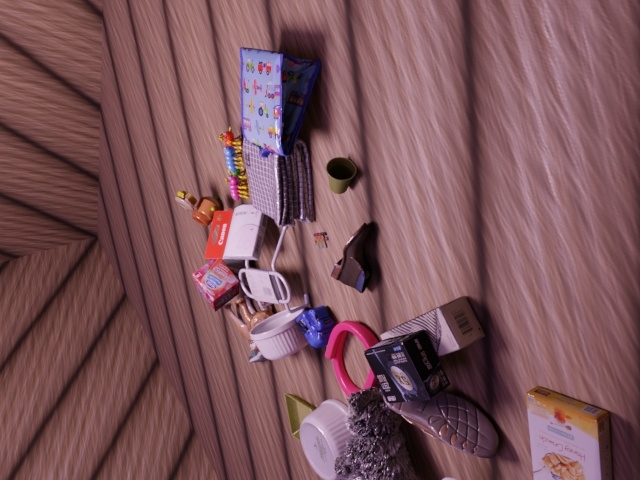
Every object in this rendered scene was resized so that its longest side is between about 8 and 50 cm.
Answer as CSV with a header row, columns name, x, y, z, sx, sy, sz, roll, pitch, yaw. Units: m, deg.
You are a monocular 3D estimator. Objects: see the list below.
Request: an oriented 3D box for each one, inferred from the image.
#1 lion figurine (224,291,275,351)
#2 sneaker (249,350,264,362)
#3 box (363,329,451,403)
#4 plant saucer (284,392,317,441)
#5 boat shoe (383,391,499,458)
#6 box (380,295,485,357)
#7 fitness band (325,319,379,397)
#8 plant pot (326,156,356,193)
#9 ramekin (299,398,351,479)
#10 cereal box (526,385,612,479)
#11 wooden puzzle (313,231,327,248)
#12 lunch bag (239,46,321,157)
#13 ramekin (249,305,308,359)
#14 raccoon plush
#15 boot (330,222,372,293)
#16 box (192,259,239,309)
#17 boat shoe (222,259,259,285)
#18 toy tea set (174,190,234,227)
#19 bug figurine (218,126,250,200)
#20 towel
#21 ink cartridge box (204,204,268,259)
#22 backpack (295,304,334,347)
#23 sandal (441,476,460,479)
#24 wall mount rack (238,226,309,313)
name,x,y,z,sx,sy,sz,roll,pitch,yaw
lion figurine,-0.244,0.320,2.393,0.240,0.142,0.392,63,166,0
sneaker,-0.242,0.437,2.513,0.166,0.064,0.076,-42,54,53
box,0.207,0.311,1.546,0.180,0.077,0.148,-29,86,57
plant saucer,-0.054,0.669,2.341,0.188,0.045,0.188,14,117,54
boat shoe,0.314,0.454,1.621,0.324,0.123,0.116,26,161,38
box,0.271,0.235,1.569,0.113,0.094,0.275,63,147,10
fitness band,0.106,0.369,1.939,0.209,0.054,0.291,46,141,31
plant pot,0.053,-0.171,1.724,0.083,0.083,0.079,54,157,26
ramekin,0.039,0.683,2.128,0.272,0.127,0.273,33,132,46
cereal box,0.524,0.446,1.332,0.173,0.047,0.240,10,114,55
wooden puzzle,0.000,0.000,1.949,0.083,0.006,0.050,-7,100,58
lunch bag,-0.139,-0.377,1.777,0.221,0.138,0.294,27,111,48
ramekin,-0.124,0.315,2.127,0.207,0.207,0.109,-11,105,58
raccoon plush,0.217,0.603,1.747,0.446,0.216,0.300,34,129,43
boot,0.114,0.051,1.761,0.106,0.082,0.219,36,134,12
box,-0.388,0.165,2.365,0.128,0.122,0.257,51,165,7
boat shoe,-0.309,0.129,2.419,0.226,0.083,0.076,22,122,50
toy tea set,-0.380,-0.116,2.384,0.335,0.124,0.200,23,161,29
bug figurine,-0.286,-0.250,2.090,0.279,0.072,0.217,-111,12,-66
towel,-0.139,-0.193,1.956,0.235,0.121,0.284,27,127,50
ink cartridge box,-0.299,-0.028,2.171,0.232,0.066,0.189,2,70,23
backpack,-0.007,0.277,2.017,0.120,0.097,0.101,62,144,16
sandal,0.385,0.741,1.655,0.169,0.102,0.417,26,142,31
wall mount rack,-0.165,0.088,2.148,0.350,0.130,0.304,1,110,57
